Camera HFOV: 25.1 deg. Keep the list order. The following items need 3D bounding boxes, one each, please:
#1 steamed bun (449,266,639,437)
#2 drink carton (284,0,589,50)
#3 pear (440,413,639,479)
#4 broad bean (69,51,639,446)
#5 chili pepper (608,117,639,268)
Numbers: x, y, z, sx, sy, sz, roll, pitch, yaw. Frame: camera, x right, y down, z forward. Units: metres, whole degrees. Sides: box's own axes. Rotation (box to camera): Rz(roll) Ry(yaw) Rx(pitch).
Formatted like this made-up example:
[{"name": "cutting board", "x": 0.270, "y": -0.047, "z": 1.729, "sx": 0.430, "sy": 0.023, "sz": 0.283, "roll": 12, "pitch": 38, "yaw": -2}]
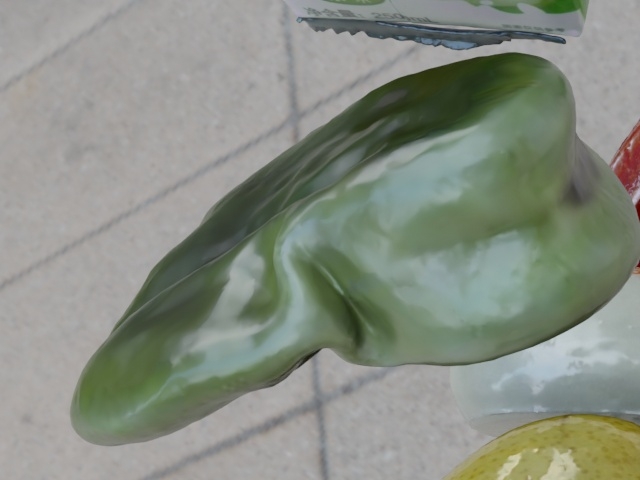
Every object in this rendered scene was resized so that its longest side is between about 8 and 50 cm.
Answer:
[{"name": "steamed bun", "x": 0.225, "y": 0.091, "z": 1.193, "sx": 0.232, "sy": 0.232, "sz": 0.145, "roll": -7, "pitch": 72, "yaw": 39}, {"name": "drink carton", "x": 0.024, "y": -0.182, "z": 0.564, "sx": 0.161, "sy": 0.271, "sz": 0.108, "roll": 8, "pitch": 75, "yaw": 25}, {"name": "pear", "x": 0.167, "y": 0.280, "z": 0.931, "sx": 0.314, "sy": 0.314, "sz": 0.314, "roll": -23, "pitch": 48, "yaw": 29}, {"name": "broad bean", "x": 0.001, "y": 0.003, "z": 0.472, "sx": 0.206, "sy": 0.072, "sz": 0.153, "roll": -18, "pitch": 21, "yaw": 33}, {"name": "chili pepper", "x": 0.338, "y": -0.061, "z": 1.322, "sx": 0.144, "sy": 0.136, "sz": 0.253, "roll": -107, "pitch": 30, "yaw": -53}]
